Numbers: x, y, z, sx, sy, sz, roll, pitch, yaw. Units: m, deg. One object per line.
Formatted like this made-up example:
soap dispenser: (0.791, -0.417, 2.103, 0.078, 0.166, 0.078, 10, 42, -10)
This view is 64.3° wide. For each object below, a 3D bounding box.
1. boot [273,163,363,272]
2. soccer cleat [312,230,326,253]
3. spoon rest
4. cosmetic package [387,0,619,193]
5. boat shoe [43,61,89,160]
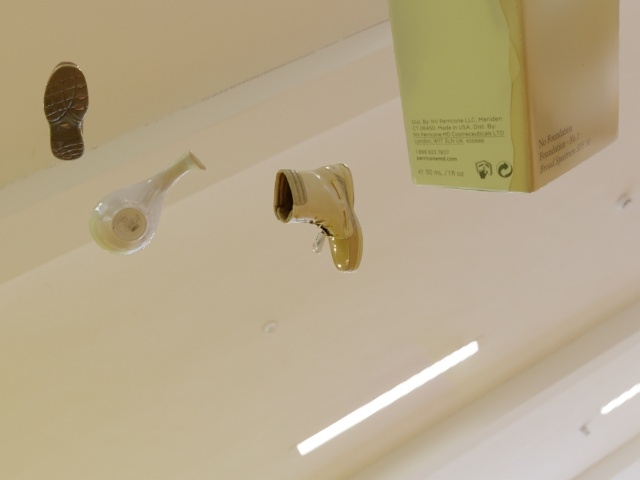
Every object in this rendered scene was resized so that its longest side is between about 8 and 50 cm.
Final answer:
boot: (-0.005, -0.041, 1.166, 0.203, 0.095, 0.262, -11, -83, -43)
soccer cleat: (0.000, 0.000, 1.355, 0.029, 0.083, 0.036, 28, -48, -7)
spoon rest: (-0.372, -0.085, 1.103, 0.276, 0.084, 0.137, -46, -61, -13)
cosmetic package: (0.137, -0.207, 0.382, 0.160, 0.113, 0.310, -28, -64, -34)
boat shoe: (-0.415, -0.214, 0.828, 0.064, 0.060, 0.178, -4, -40, -30)
